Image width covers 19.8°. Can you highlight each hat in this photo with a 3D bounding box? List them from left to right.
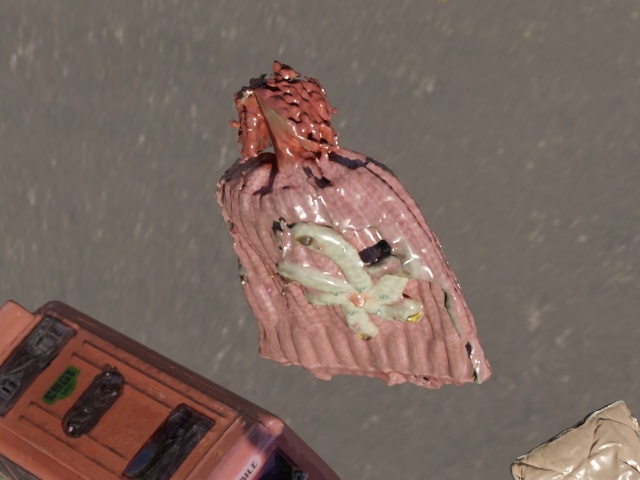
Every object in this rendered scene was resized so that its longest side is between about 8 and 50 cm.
[{"bbox_3d":[0.000,0.000,1.416,0.107,0.237,0.286,-45,126,-41],"label":"hat"}]

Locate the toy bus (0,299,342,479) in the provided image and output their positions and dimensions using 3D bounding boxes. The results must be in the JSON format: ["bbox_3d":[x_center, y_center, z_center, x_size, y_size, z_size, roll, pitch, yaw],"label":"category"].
[{"bbox_3d":[-0.186,0.221,1.870,0.427,0.233,0.203,23,66,42],"label":"toy bus"}]

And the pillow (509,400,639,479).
[{"bbox_3d":[0.268,0.267,1.620,0.126,0.043,0.232,-27,78,2],"label":"pillow"}]
